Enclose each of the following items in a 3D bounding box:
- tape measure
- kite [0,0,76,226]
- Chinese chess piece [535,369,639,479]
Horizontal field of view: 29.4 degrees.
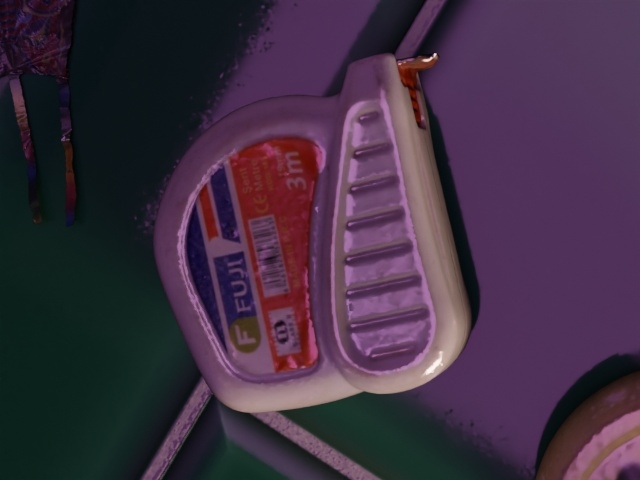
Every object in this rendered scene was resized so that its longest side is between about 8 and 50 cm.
[{"bbox_3d":[0.000,0.000,0.997,0.265,0.130,0.258,-12,90,18],"label":"tape measure"},{"bbox_3d":[-0.275,-0.143,1.094,0.152,0.015,0.285,-4,92,15],"label":"kite"},{"bbox_3d":[0.298,0.225,0.970,0.257,0.104,0.257,1,95,12],"label":"Chinese chess piece"}]
